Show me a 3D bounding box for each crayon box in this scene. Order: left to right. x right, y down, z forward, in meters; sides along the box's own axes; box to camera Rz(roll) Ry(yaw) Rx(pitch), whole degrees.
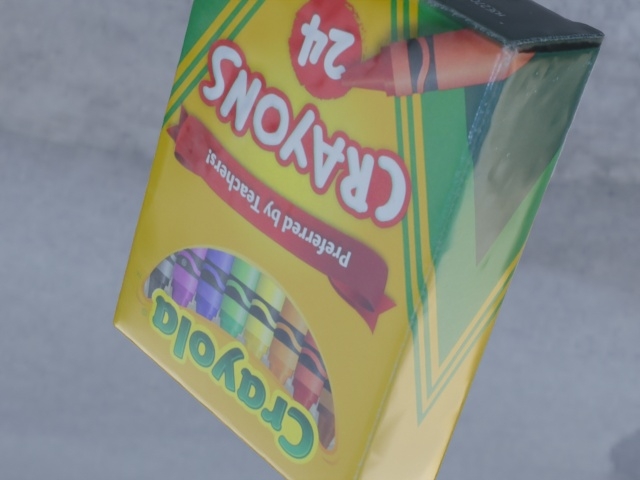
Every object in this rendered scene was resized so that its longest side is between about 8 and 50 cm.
[{"bbox_3d":[0.000,0.000,0.835,0.081,0.318,0.202,-11,-143,-45],"label":"crayon box"}]
